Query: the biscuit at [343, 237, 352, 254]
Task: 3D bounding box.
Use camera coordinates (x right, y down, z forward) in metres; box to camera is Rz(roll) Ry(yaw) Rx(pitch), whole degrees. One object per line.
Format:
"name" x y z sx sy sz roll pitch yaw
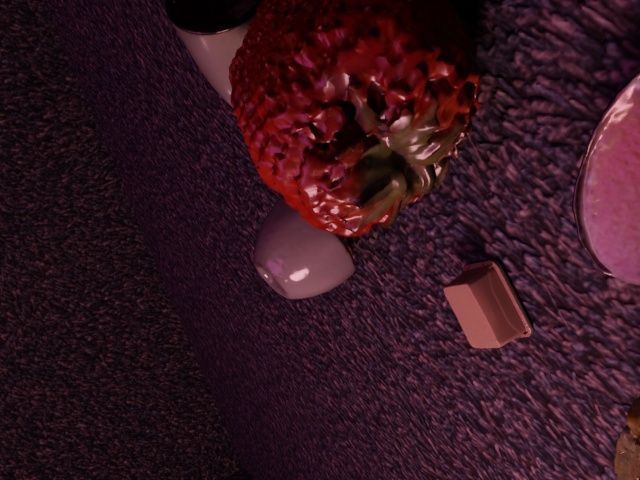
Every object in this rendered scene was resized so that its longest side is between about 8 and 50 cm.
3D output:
"biscuit" 0.000 0.000 1.442 0.166 0.036 0.225 68 157 1

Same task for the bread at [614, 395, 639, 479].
"bread" 0.425 0.234 0.734 0.257 0.124 0.186 -12 105 64

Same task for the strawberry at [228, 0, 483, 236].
"strawberry" 0.029 -0.198 0.902 0.351 0.267 0.312 49 116 36

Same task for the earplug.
"earplug" -0.015 -0.059 1.243 0.214 0.175 0.326 22 106 56

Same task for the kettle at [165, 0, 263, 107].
"kettle" -0.107 -0.296 1.141 0.221 0.161 0.236 40 168 26

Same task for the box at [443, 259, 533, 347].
"box" 0.235 0.095 1.039 0.122 0.062 0.089 63 156 -2

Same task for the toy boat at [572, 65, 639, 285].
"toy boat" 0.329 -0.059 0.687 0.155 0.085 0.227 34 134 32
